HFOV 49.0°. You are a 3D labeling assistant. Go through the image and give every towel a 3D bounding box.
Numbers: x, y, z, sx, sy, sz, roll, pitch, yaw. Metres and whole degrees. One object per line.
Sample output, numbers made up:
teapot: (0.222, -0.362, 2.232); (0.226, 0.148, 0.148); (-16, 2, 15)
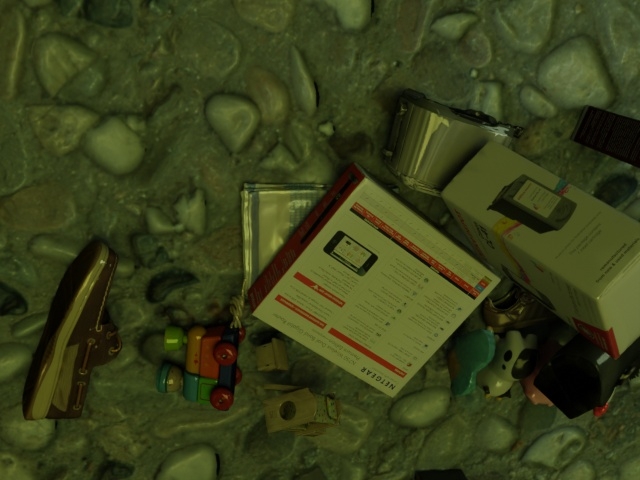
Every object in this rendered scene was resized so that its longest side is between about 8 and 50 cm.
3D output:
towel: (0.000, 0.000, 1.241); (0.285, 0.034, 0.209); (-1, 109, -10)

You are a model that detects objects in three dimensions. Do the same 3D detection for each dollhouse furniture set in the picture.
dollhouse furniture set: (-0.022, 0.266, 1.291); (0.101, 0.161, 0.182); (-20, 157, 20)

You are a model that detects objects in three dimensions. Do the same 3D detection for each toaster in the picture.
toaster: (0.216, -0.153, 1.180); (0.227, 0.129, 0.146); (12, 110, -21)

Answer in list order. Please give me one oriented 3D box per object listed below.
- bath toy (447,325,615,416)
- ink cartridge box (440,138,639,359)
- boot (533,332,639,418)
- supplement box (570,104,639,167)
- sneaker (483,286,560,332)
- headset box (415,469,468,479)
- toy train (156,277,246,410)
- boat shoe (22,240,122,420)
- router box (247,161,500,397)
bath toy: (0.421, 0.261, 1.354); (0.348, 0.151, 0.129); (11, 67, -17)
ink cartridge box: (0.358, 0.011, 1.077); (0.131, 0.306, 0.226); (-47, 139, -4)
boot: (0.574, 0.082, 1.187); (0.445, 0.146, 0.367); (-30, 143, -17)
supplement box: (0.543, -0.157, 1.175); (0.130, 0.239, 0.073); (16, 105, -15)
sneaker: (0.402, 0.118, 1.337); (0.188, 0.066, 0.071); (-18, 110, -4)
headset box: (0.257, 0.620, 1.400); (0.110, 0.218, 0.293); (1, 108, -12)
toy train: (-0.209, 0.171, 1.233); (0.143, 0.105, 0.248); (7, 108, 1)
boat shoe: (-0.395, 0.162, 1.187); (0.123, 0.123, 0.342); (17, 105, -30)
router box: (0.094, 0.079, 1.231); (0.335, 0.082, 0.301); (35, 103, -24)
